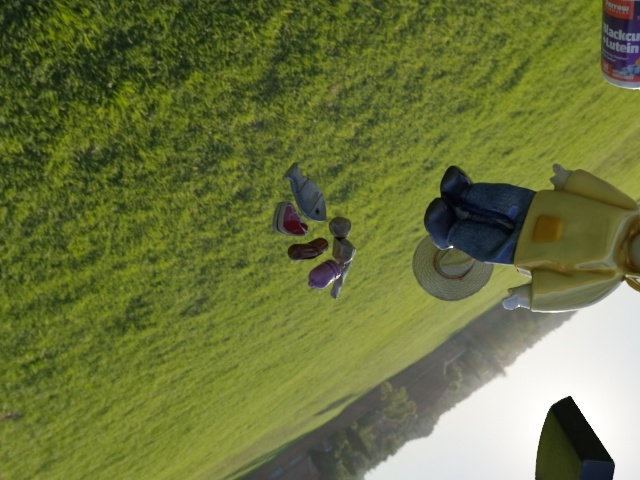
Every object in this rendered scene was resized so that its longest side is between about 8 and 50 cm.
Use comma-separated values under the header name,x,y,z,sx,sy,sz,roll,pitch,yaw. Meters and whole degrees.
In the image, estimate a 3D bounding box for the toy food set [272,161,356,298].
name,x,y,z,sx,sy,sz,roll,pitch,yaw
toy food set,0.000,0.000,0.384,0.122,0.019,0.078,47,58,-43

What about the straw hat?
name,x,y,z,sx,sy,sz,roll,pitch,yaw
straw hat,0.235,0.034,0.786,0.144,0.144,0.061,-37,165,-3

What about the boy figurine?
name,x,y,z,sx,sy,sz,roll,pitch,yaw
boy figurine,0.253,0.000,0.474,0.092,0.285,0.177,41,76,-44

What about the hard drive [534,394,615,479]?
name,x,y,z,sx,sy,sz,roll,pitch,yaw
hard drive,0.467,0.443,0.847,0.054,0.172,0.254,-3,115,3

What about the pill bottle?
name,x,y,z,sx,sy,sz,roll,pitch,yaw
pill bottle,0.414,-0.300,0.562,0.108,0.108,0.193,-37,134,-3
